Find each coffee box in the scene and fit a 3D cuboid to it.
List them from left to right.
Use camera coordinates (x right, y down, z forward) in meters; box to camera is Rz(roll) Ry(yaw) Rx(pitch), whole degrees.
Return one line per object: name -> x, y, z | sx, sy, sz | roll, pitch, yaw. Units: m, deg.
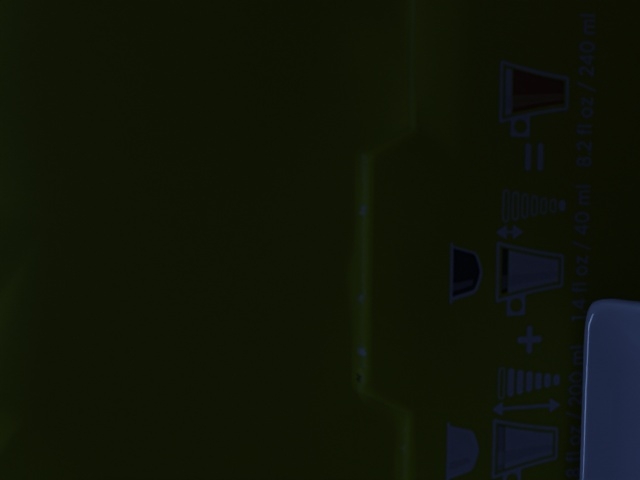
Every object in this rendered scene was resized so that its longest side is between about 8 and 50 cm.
coffee box -> 0.000, 0.000, 0.580 | 0.334, 0.338, 0.337 | -168, 78, -71

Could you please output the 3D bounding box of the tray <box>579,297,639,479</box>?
tray -> 0.190, 0.101, 0.350 | 0.270, 0.030, 0.145 | 7, 96, 48
